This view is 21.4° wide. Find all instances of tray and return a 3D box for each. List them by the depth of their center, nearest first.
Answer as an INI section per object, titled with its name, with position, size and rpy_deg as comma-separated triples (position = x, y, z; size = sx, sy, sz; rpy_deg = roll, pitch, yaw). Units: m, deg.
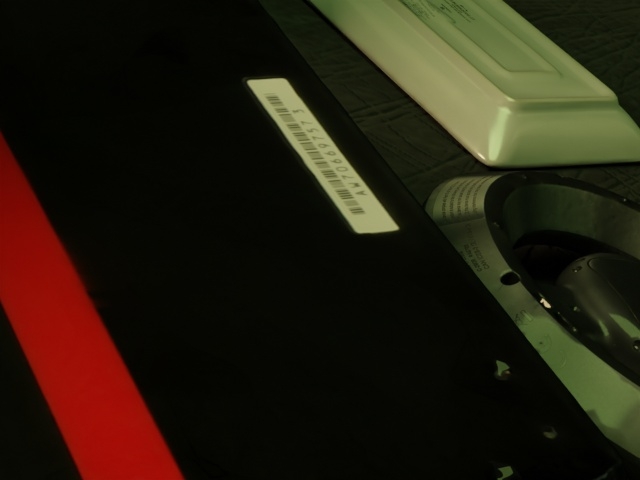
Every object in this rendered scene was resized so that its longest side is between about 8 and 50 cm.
[tray]
position = 0.075, -0.131, 1.023
size = 0.145, 0.030, 0.270
rpy_deg = -6, 40, -39

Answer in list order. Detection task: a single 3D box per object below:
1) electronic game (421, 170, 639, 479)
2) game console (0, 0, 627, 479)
[electronic game]
position = 0.144, 0.044, 0.760
size = 0.229, 0.048, 0.229
rpy_deg = 25, 27, -14
[game console]
position = -0.128, 0.000, 0.583
size = 0.342, 0.060, 0.386
rpy_deg = -6, 40, -27
